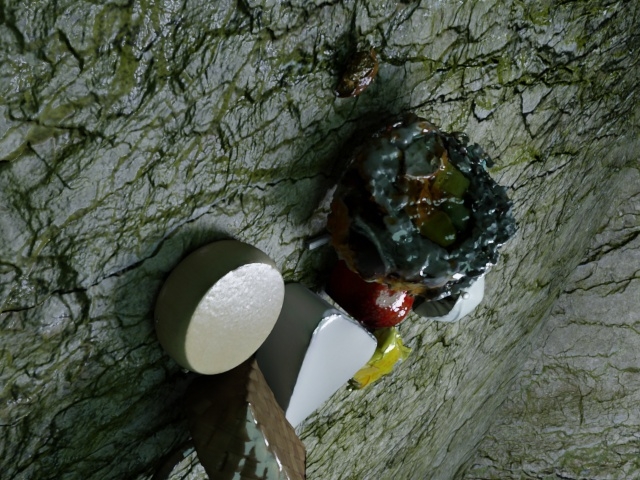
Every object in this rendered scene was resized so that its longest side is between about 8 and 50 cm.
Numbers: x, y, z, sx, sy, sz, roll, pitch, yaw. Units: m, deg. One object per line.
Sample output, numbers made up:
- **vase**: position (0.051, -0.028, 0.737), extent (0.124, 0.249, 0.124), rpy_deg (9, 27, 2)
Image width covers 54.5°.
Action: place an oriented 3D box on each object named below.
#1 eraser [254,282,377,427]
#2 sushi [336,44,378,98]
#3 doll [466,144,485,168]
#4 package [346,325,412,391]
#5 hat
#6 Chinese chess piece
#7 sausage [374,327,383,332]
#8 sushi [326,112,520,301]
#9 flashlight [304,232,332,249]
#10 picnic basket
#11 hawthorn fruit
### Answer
- **eraser**: position (-0.024, 0.238, 1.449), extent (0.331, 0.150, 0.331), rpy_deg (-32, 140, -31)
- **sushi**: position (0.073, -0.326, 1.211), extent (0.060, 0.062, 0.117), rpy_deg (-7, 123, -62)
- **doll**: position (0.410, -0.189, 1.732), extent (0.159, 0.059, 0.158), rpy_deg (-11, 126, -45)
- **package**: position (0.145, 0.334, 1.749), extent (0.226, 0.090, 0.168), rpy_deg (-33, 134, 0)
- **hat**: position (0.453, 0.156, 1.953), extent (0.301, 0.168, 0.257), rpy_deg (11, 108, -53)
- **Chinese chess piece**: position (-0.191, 0.128, 1.198), extent (0.273, 0.102, 0.273), rpy_deg (-32, 138, -35)
- **sausage**: position (0.180, 0.197, 1.746), extent (0.053, 0.053, 0.347), rpy_deg (-33, 138, -32)
- **sushi**: position (0.220, -0.071, 1.344), extent (0.417, 0.417, 0.176), rpy_deg (-46, -176, -17)
- **flashlight**: position (0.000, 0.000, 1.405), extent (0.083, 0.018, 0.018), rpy_deg (-22, 132, -40)
- **picnic basket**: position (-0.216, 0.448, 1.275), extent (0.293, 0.337, 0.337), rpy_deg (-102, -145, -77)
- **hawthorn fruit**: position (0.134, 0.082, 1.483), extent (0.215, 0.215, 0.249), rpy_deg (33, 74, -55)
